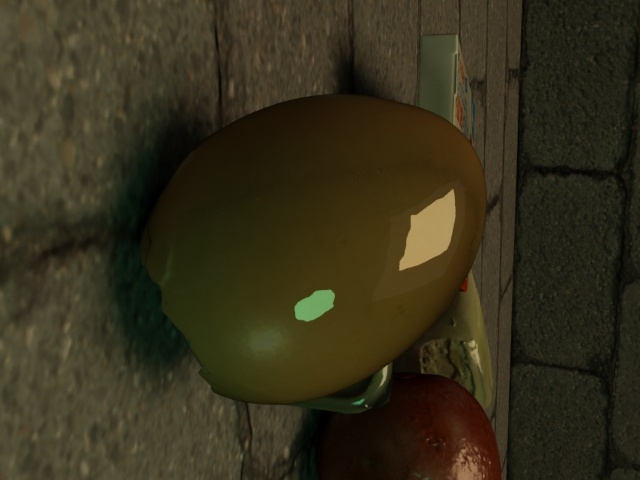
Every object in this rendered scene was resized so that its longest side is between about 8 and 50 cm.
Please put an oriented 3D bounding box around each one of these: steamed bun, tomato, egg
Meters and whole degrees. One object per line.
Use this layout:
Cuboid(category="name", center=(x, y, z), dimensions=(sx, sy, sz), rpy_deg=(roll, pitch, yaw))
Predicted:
Cuboid(category="steamed bun", center=(0.163, 0.138, 1.138), dimensions=(0.238, 0.153, 0.169), rpy_deg=(-80, 158, -63))
Cuboid(category="tomato", center=(0.100, 0.245, 0.892), dimensions=(0.208, 0.208, 0.184), rpy_deg=(62, 22, -55))
Cuboid(category="egg", center=(0.000, 0.000, 0.550), dimensions=(0.201, 0.244, 0.201), rpy_deg=(57, 12, -20))

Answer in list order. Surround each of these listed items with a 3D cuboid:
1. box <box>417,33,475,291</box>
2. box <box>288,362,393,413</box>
Cuboid(category="box", center=(0.153, -0.076, 0.952), dimensions=(0.273, 0.048, 0.264), rpy_deg=(23, 69, -73))
Cuboid(category="box", center=(0.019, 0.032, 0.759), dimensions=(0.178, 0.138, 0.274), rpy_deg=(61, 37, -70))
